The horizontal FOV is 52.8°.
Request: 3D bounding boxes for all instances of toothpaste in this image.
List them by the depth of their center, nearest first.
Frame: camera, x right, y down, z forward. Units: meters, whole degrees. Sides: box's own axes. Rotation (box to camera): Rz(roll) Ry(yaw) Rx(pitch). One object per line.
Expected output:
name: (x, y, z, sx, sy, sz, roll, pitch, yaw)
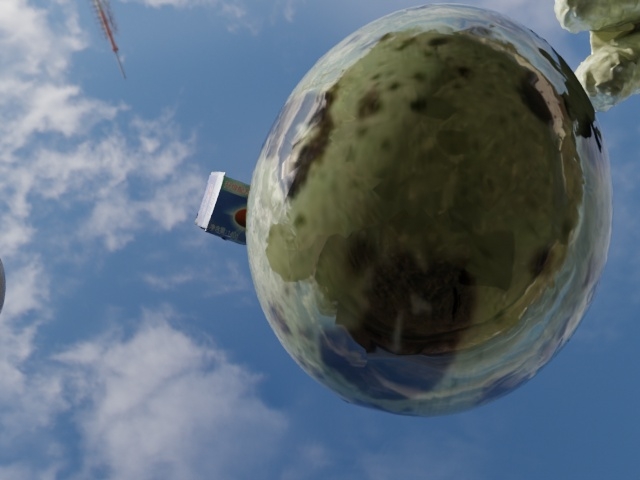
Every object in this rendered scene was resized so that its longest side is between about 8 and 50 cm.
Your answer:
toothpaste: (0.000, 0.000, 0.717, 0.272, 0.053, 0.066, 19, -91, -25)

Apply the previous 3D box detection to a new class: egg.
egg: (0.092, -0.037, 0.541, 0.288, 0.287, 0.379, 25, -129, 8)

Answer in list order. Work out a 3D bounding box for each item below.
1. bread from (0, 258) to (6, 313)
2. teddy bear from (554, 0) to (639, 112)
bread: (-0.425, 0.045, 0.491, 0.333, 0.333, 0.160, -12, -79, -8)
teddy bear: (0.535, -0.332, 0.805, 0.376, 0.362, 0.327, -14, -87, 6)
